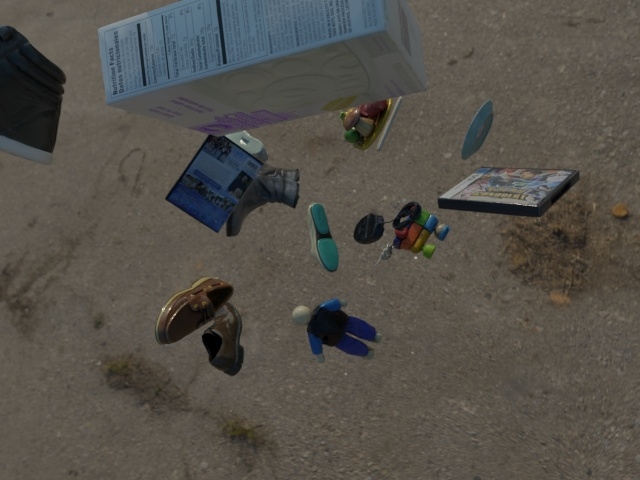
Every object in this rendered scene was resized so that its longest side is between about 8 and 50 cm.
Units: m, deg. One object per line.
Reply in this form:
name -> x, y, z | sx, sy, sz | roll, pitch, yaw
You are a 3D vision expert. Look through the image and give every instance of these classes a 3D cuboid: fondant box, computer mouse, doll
fondant box -> -0.055, -0.218, 0.627 | 0.331, 0.238, 0.096 | -6, 90, 21
computer mouse -> 0.156, -0.037, 1.187 | 0.242, 0.041, 0.071 | -20, 54, 58
doll -> 0.027, 0.174, 0.973 | 0.129, 0.189, 0.046 | -64, 26, -5

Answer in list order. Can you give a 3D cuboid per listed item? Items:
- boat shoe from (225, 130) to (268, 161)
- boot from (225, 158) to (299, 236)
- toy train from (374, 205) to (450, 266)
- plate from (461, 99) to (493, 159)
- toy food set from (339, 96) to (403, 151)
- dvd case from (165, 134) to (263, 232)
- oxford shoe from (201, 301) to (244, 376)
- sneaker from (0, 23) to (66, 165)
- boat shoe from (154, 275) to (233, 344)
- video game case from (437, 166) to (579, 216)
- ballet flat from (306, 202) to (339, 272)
boat shoe -> -0.271, -0.347, 1.855 | 0.079, 0.081, 0.227 | -46, 55, -8
boot -> -0.180, -0.139, 1.676 | 0.223, 0.118, 0.338 | 14, 56, -7
toy train -> 0.293, 0.018, 1.601 | 0.144, 0.105, 0.248 | 29, 69, 16
plate -> 0.474, -0.324, 1.520 | 0.024, 0.188, 0.188 | 30, 83, 23
toy food set -> 0.087, -0.261, 1.069 | 0.128, 0.071, 0.218 | -64, 16, 7
dvd case -> -0.307, -0.174, 1.494 | 0.253, 0.180, 0.022 | -58, 17, -9
oxford shoe -> -0.257, 0.234, 1.317 | 0.083, 0.096, 0.227 | -45, 36, 18
sneaker -> -0.441, -0.206, 0.595 | 0.105, 0.296, 0.146 | 14, 85, 39
boat shoe -> -0.206, 0.112, 0.850 | 0.060, 0.064, 0.178 | 3, 23, 20
video game case -> 0.490, -0.135, 1.341 | 0.275, 0.035, 0.248 | 10, 32, 44
ballet flat -> 0.000, 0.000, 1.647 | 0.086, 0.086, 0.248 | -19, 66, 19
